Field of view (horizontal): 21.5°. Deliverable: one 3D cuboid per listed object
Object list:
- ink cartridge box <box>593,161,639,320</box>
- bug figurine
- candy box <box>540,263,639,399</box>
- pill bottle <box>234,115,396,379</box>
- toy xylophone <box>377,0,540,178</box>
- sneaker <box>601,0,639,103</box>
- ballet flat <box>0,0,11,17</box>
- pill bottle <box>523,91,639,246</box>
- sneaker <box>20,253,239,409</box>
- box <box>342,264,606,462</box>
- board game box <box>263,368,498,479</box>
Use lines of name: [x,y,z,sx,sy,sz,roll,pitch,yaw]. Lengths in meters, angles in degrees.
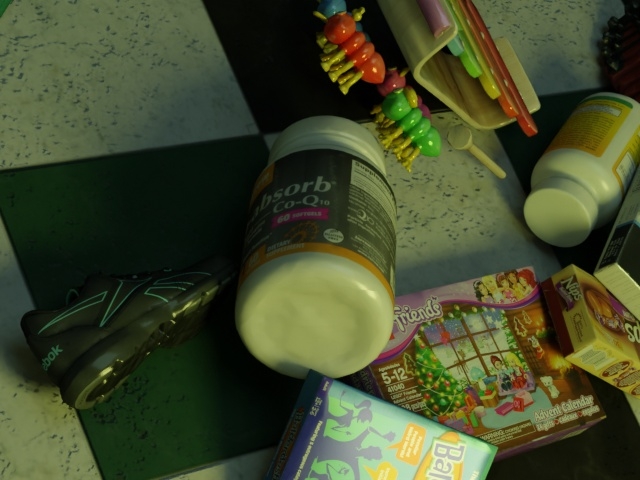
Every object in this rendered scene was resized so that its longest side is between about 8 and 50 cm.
ink cartridge box: [0.436,0.031,2.037,0.208,0.045,0.206,45,50,-19]
bug figurine: [0.060,-0.190,1.914,0.216,0.072,0.279,53,7,-13]
candy box: [0.341,0.112,1.977,0.187,0.053,0.109,27,39,-42]
pill bottle: [0.000,0.000,1.764,0.162,0.162,0.278,27,35,-18]
toy xylophone: [0.174,-0.202,2.009,0.236,0.081,0.323,64,17,15]
sneaker: [0.454,-0.208,2.272,0.135,0.098,0.276,38,33,-34]
ballet flat: [-0.337,-0.320,1.821,0.086,0.086,0.248,38,49,-9]
pill bottle: [0.332,-0.085,2.095,0.117,0.117,0.208,43,47,-5]
sneaker: [-0.182,0.063,1.670,0.106,0.101,0.267,42,39,13]
box: [0.162,0.149,1.876,0.293,0.057,0.201,-12,69,-38]
board game box: [0.055,0.241,1.699,0.210,0.047,0.160,23,88,-21]
